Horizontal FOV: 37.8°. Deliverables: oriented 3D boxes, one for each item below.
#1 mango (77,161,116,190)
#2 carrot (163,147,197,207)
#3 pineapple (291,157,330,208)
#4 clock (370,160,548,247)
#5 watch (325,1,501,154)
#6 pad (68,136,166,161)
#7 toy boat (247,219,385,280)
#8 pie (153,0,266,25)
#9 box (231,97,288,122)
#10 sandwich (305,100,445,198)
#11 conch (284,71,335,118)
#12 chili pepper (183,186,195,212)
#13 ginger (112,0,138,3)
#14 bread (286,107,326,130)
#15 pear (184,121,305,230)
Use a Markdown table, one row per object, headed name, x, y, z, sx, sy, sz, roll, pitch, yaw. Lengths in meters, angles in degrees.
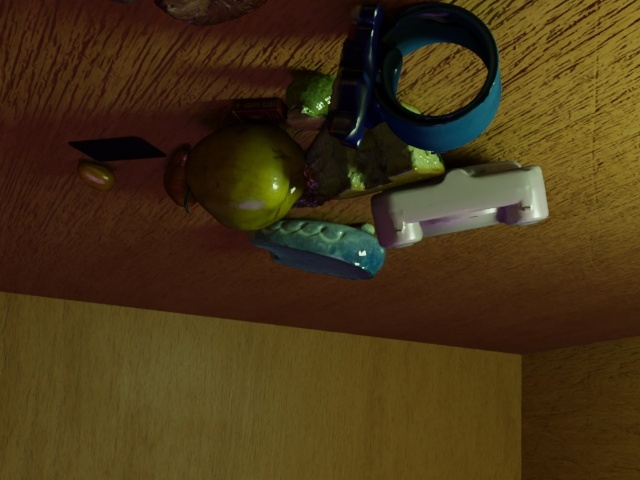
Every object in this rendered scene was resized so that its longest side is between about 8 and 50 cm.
| name | x | y | z | sx | sy | sz | roll | pitch | yaw |
| --- | --- | --- | --- | --- | --- | --- | --- | --- | --- |
| mango | -0.451 | -0.131 | 1.876 | 0.060 | 0.046 | 0.089 | -9 | 149 | 33 |
| carrot | -0.279 | -0.123 | 1.846 | 0.066 | 0.062 | 0.271 | 35 | 165 | 10 |
| pineapple | -0.050 | -0.105 | 1.809 | 0.225 | 0.076 | 0.225 | -1 | 168 | 0 |
| clock | 0.239 | -0.068 | 1.665 | 0.295 | 0.113 | 0.322 | -10 | -178 | 6 |
| watch | 0.126 | -0.200 | 1.185 | 0.200 | 0.196 | 0.171 | 7 | 177 | 13 |
| pad | -0.385 | -0.172 | 1.777 | 0.157 | 0.003 | 0.112 | -2 | 165 | 20 |
| toy boat | 0.000 | 0.000 | 2.217 | 0.330 | 0.123 | 0.215 | 8 | 162 | 29 |
| pie | -0.126 | -0.293 | 1.098 | 0.153 | 0.038 | 0.153 | -15 | 174 | -2 |
| box | -0.098 | -0.210 | 1.520 | 0.082 | 0.023 | 0.051 | 0 | 164 | 14 |
| sandwich | 0.066 | -0.132 | 1.514 | 0.236 | 0.122 | 0.128 | -17 | 171 | 29 |
| conch | -0.010 | -0.212 | 1.392 | 0.089 | 0.074 | 0.121 | 13 | -149 | 30 |
| chili pepper | -0.186 | -0.091 | 1.884 | 0.100 | 0.074 | 0.257 | -37 | 156 | 16 |
| ginger | -0.277 | -0.327 | 1.014 | 0.149 | 0.065 | 0.259 | -16 | 163 | 39 |
| bread | -0.005 | -0.200 | 1.520 | 0.083 | 0.035 | 0.070 | 7 | 167 | -43 |
| pear | -0.125 | -0.111 | 1.587 | 0.200 | 0.200 | 0.200 | 3 | 166 | 1 |
